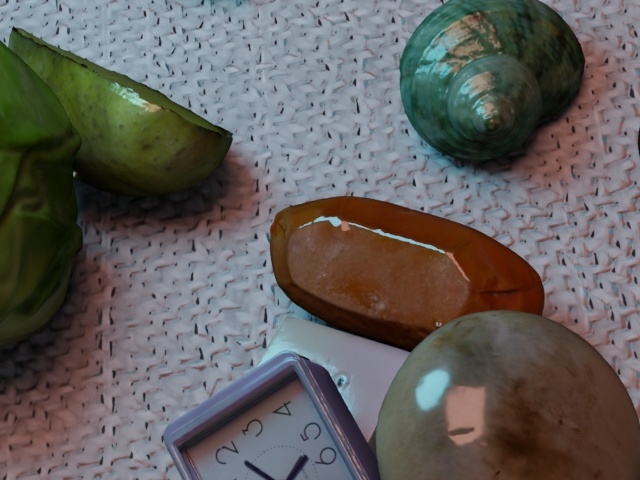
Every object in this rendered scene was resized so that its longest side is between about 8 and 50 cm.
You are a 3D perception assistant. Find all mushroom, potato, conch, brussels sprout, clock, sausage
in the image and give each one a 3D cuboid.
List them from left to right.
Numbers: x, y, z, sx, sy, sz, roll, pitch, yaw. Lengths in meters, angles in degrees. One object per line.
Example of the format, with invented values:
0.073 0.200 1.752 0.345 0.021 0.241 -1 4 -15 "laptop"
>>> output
-0.337 -0.035 1.699 0.247 0.328 0.328 13 58 19 "brussels sprout"
-0.207 -0.108 1.843 0.272 0.160 0.111 28 94 38 "potato"
-0.027 0.206 1.550 0.145 0.073 0.193 -34 66 10 "clock"
0.073 0.032 1.668 0.258 0.133 0.133 15 59 25 "sausage"
0.164 -0.158 1.795 0.176 0.122 0.188 17 60 -4 "conch"
0.148 0.170 1.519 0.178 0.226 0.226 -28 32 53 "mushroom"

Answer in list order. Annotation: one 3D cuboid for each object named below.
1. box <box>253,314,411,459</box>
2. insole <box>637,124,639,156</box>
0.002 0.145 1.648 0.130 0.051 0.129 16 60 24 "box"
0.329 -0.058 1.749 0.064 0.004 0.188 -5 53 11 "insole"
